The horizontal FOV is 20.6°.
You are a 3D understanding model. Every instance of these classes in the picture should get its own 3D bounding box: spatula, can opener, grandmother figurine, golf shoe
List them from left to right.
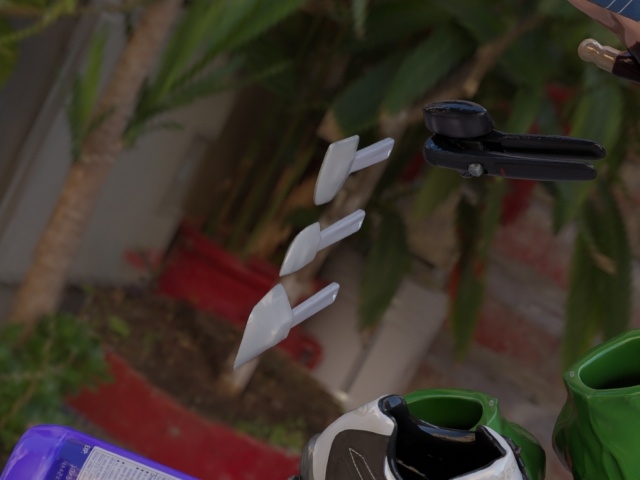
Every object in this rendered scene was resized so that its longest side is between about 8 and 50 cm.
[{"bbox_3d":[0.000,0.000,1.235,0.019,0.168,0.242,21,11,9],"label":"spatula"},{"bbox_3d":[0.082,0.144,0.835,0.198,0.094,0.077,29,37,-10],"label":"golf shoe"},{"bbox_3d":[0.176,-0.081,1.645,0.186,0.059,0.073,16,-22,32],"label":"can opener"},{"bbox_3d":[0.385,-0.249,2.026,0.342,0.104,0.208,45,-25,-8],"label":"grandmother figurine"}]

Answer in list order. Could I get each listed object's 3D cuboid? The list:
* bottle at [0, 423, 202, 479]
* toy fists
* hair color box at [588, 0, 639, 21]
[{"bbox_3d":[-0.095,0.227,1.246,0.283,0.118,0.092,20,-16,8],"label":"bottle"},{"bbox_3d":[0.144,0.146,1.083,0.279,0.142,0.096,-16,23,3],"label":"toy fists"},{"bbox_3d":[0.062,-0.251,0.956,0.347,0.105,0.174,15,37,-40],"label":"hair color box"}]
